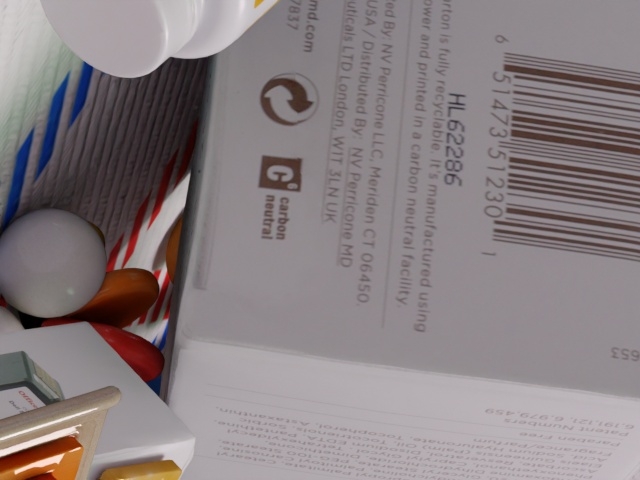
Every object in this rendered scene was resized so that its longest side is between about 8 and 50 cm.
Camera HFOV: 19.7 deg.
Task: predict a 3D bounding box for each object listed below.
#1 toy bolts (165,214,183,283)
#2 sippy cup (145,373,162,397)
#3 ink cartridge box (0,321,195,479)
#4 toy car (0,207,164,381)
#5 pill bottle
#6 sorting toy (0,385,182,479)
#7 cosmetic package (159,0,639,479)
[{"bbox_3d":[-0.064,-0.003,1.736,0.228,0.158,0.218,-43,128,-13],"label":"toy bolts"},{"bbox_3d":[-0.083,0.215,1.900,0.224,0.240,0.305,8,125,-48],"label":"sippy cup"},{"bbox_3d":[-0.240,0.172,1.056,0.289,0.121,0.211,-5,132,-53],"label":"ink cartridge box"},{"bbox_3d":[-0.180,0.079,1.246,0.182,0.136,0.159,-52,171,-18],"label":"toy car"},{"bbox_3d":[-0.058,-0.179,1.013,0.215,0.117,0.117,-48,168,-39],"label":"pill bottle"},{"bbox_3d":[-0.187,0.172,0.943,0.348,0.047,0.196,-15,138,-47],"label":"sorting toy"},{"bbox_3d":[0.061,0.019,1.332,0.393,0.327,0.329,106,-10,-64],"label":"cosmetic package"}]
